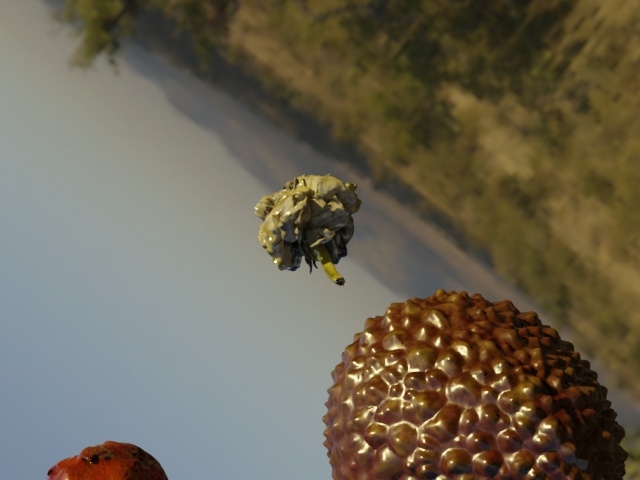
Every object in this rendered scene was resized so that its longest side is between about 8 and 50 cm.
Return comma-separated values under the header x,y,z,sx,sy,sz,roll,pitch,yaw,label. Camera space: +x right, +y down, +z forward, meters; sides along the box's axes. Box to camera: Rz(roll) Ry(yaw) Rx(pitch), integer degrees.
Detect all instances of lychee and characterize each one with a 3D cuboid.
x,y,z,sx,sy,sz,roll,pitch,yaw,label
0.137,0.168,1.438,0.271,0.271,0.271,38,180,0,lychee

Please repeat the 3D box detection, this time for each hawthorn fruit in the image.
x,y,z,sx,sy,sz,roll,pitch,yaw,label
-0.273,0.346,2.234,0.173,0.173,0.179,38,-136,-38,hawthorn fruit

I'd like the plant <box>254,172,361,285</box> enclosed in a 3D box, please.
x,y,z,sx,sy,sz,roll,pitch,yaw,label
0.000,0.000,1.614,0.116,0.104,0.122,78,167,-64,plant
